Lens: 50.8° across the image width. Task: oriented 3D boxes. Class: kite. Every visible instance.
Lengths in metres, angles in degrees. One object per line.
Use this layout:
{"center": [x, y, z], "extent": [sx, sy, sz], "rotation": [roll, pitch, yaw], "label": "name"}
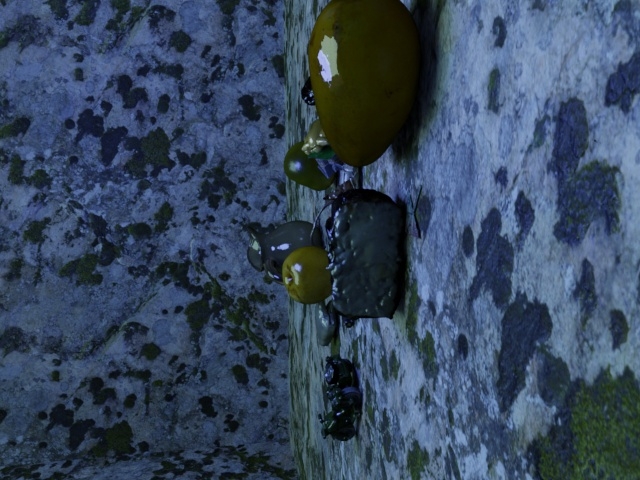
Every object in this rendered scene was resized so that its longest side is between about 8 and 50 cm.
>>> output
{"center": [0.206, -0.061, 1.484], "extent": [0.153, 0.005, 0.137], "rotation": [101, 165, -56], "label": "kite"}

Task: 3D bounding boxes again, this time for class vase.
{"center": [-0.142, 0.065, 2.750], "extent": [0.329, 0.302, 0.241], "rotation": [-105, 17, -50], "label": "vase"}

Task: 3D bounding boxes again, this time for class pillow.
{"center": [0.017, 0.307, 2.525], "extent": [0.181, 0.077, 0.134], "rotation": [99, 165, -55], "label": "pillow"}

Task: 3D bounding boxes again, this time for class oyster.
{"center": [0.092, -0.172, 2.016], "extent": [0.108, 0.053, 0.166], "rotation": [11, 97, 62], "label": "oyster"}

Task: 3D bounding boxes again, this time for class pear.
{"center": [-0.028, 0.119, 2.385], "extent": [0.209, 0.208, 0.209], "rotation": [178, 90, -81], "label": "pear"}

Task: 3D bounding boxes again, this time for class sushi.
{"center": [0.093, 0.022, 1.622], "extent": [0.182, 0.196, 0.344], "rotation": [-141, 49, -71], "label": "sushi"}

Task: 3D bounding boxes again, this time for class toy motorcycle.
{"center": [0.056, 0.516, 2.198], "extent": [0.205, 0.127, 0.275], "rotation": [-110, 23, -53], "label": "toy motorcycle"}

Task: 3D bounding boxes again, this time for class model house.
{"center": [0.049, -0.263, 2.152], "extent": [0.088, 0.117, 0.167], "rotation": [54, 160, -24], "label": "model house"}

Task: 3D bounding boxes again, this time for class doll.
{"center": [0.013, -0.387, 2.160], "extent": [0.117, 0.086, 0.291], "rotation": [-16, 47, 40], "label": "doll"}

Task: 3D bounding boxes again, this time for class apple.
{"center": [-0.032, -0.262, 2.353], "extent": [0.196, 0.196, 0.157], "rotation": [-148, 76, -79], "label": "apple"}

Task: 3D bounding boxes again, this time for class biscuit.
{"center": [0.010, -0.515, 2.149], "extent": [0.194, 0.053, 0.195], "rotation": [-40, 27, 25], "label": "biscuit"}

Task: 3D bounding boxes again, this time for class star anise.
{"center": [0.000, 0.000, 2.475], "extent": [0.148, 0.218, 0.227], "rotation": [28, 150, 30], "label": "star anise"}

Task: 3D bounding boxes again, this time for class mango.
{"center": [0.090, -0.338, 1.465], "extent": [0.446, 0.232, 0.300], "rotation": [89, 170, -59], "label": "mango"}

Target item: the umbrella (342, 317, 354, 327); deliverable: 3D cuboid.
{"center": [0.081, 0.237, 2.236], "extent": [0.144, 0.040, 0.037], "rotation": [-105, 7, -57], "label": "umbrella"}
